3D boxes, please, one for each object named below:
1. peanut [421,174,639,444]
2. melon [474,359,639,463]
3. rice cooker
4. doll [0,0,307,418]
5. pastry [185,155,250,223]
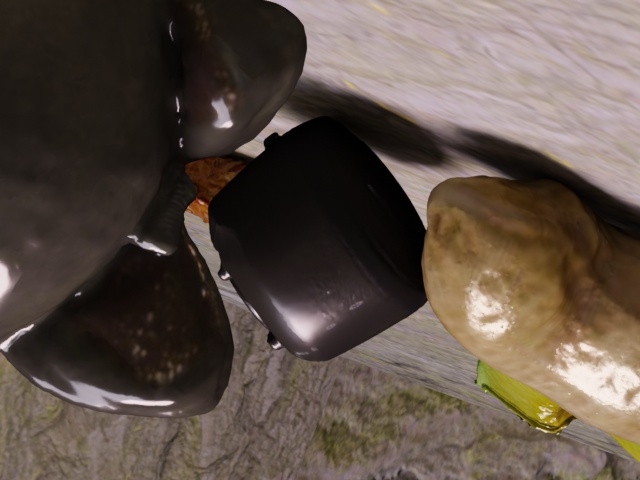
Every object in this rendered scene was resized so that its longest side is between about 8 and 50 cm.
[{"bbox_3d":[0.157,0.037,1.168,0.253,0.122,0.137,29,163,-21],"label":"peanut"},{"bbox_3d":[0.250,0.114,1.534,0.265,0.129,0.169,36,167,26],"label":"melon"},{"bbox_3d":[0.000,0.000,1.220,0.142,0.118,0.203,54,-176,-4],"label":"rice cooker"},{"bbox_3d":[-0.172,-0.102,0.933,0.382,0.252,0.378,25,-154,4],"label":"doll"},{"bbox_3d":[-0.074,-0.041,1.613,0.169,0.063,0.087,24,167,33],"label":"pastry"}]
